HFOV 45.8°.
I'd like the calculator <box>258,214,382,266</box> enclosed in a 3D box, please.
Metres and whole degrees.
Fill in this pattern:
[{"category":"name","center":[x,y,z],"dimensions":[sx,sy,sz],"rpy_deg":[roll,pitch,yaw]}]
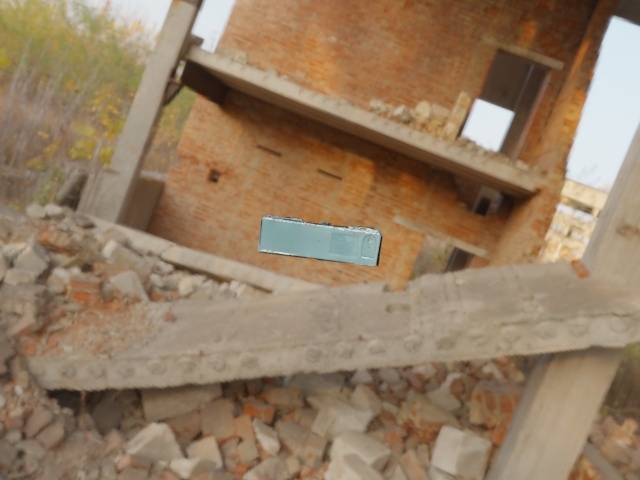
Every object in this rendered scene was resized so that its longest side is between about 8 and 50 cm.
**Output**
[{"category":"calculator","center":[0.000,0.000,1.061],"dimensions":[0.171,0.057,0.018],"rpy_deg":[6,6,3]}]
